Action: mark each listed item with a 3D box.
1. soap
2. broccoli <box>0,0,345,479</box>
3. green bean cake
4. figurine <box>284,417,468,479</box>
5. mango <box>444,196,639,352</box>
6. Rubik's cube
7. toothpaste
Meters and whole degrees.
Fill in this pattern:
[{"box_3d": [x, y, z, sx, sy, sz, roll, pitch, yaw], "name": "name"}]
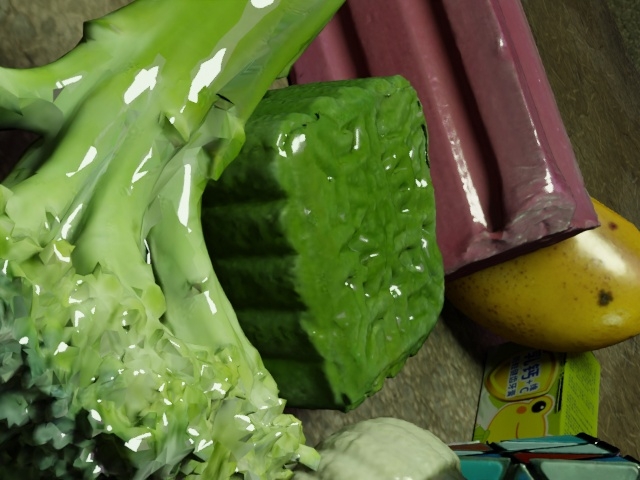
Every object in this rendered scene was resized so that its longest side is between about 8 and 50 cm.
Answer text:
[{"box_3d": [0.104, -0.141, 1.074, 0.128, 0.233, 0.360, 3, 67, -60], "name": "soap"}, {"box_3d": [-0.093, -0.007, 0.587, 0.275, 0.353, 0.397, 30, 40, 17], "name": "broccoli"}, {"box_3d": [0.006, 0.001, 0.860, 0.222, 0.125, 0.248, -32, 117, -55], "name": "green bean cake"}, {"box_3d": [0.113, 0.240, 0.754, 0.204, 0.332, 0.185, -78, 177, -47], "name": "figurine"}, {"box_3d": [0.230, 0.017, 1.164, 0.290, 0.191, 0.160, 34, 14, 25], "name": "mango"}, {"box_3d": [0.176, 0.234, 0.825, 0.284, 0.234, 0.250, 7, 62, -25], "name": "Rubik's cube"}, {"box_3d": [0.222, 0.224, 1.129, 0.077, 0.110, 0.327, 52, 33, -22], "name": "toothpaste"}]
